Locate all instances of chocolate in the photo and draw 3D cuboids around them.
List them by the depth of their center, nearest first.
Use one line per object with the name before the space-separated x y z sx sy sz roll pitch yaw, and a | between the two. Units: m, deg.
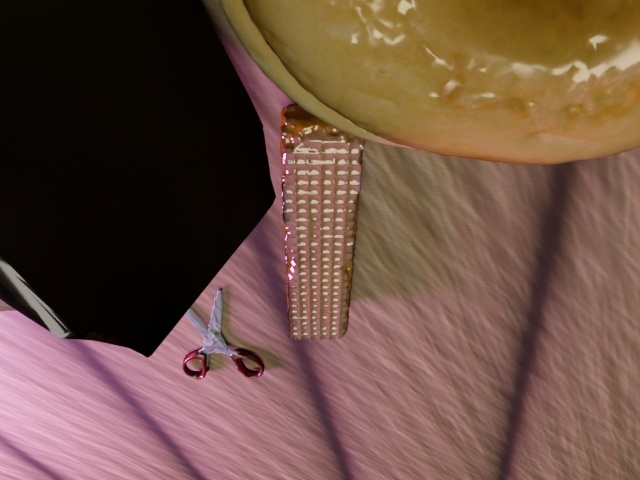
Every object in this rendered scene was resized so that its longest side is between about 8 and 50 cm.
chocolate | -0.246 -0.079 0.431 0.297 0.314 0.326 -20 113 29

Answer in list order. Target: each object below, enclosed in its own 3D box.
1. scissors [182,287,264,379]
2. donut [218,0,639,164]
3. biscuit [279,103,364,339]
scissors | -0.177 0.157 0.892 0.144 0.017 0.248 -2 136 4
donut | 0.138 -0.221 0.337 0.448 0.198 0.449 2 137 2
biscuit | 0.000 0.000 0.685 0.094 0.054 0.379 0 137 0
